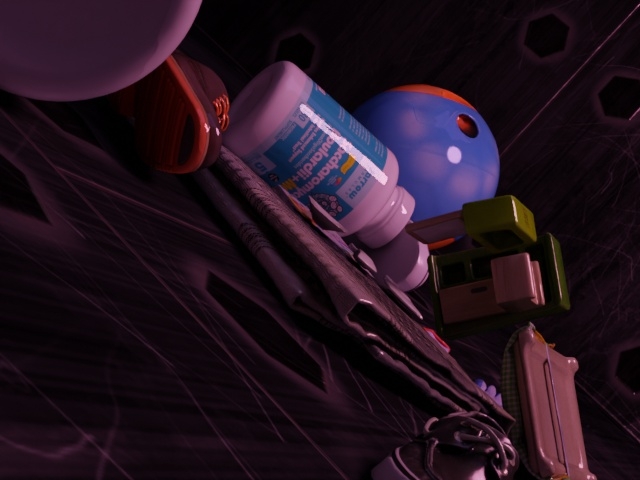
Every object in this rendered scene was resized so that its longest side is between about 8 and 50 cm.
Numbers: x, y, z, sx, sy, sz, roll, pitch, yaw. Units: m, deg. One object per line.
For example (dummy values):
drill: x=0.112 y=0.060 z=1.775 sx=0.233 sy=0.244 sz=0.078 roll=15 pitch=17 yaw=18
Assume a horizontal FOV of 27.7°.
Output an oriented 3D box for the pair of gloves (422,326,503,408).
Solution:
pair of gloves: x=0.175 y=0.162 z=1.540 sx=0.198 sy=0.023 sz=0.159 roll=42 pitch=6 yaw=5

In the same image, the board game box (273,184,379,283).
board game box: x=0.000 y=0.000 z=1.537 sx=0.103 sy=0.026 sz=0.154 roll=39 pitch=7 yaw=-33

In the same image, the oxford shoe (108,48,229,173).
oxford shoe: x=-0.120 y=-0.127 z=1.181 sx=0.098 sy=0.097 sz=0.271 roll=8 pitch=21 yaw=-23

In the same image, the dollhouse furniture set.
dollhouse furniture set: x=0.182 y=0.129 z=1.395 sx=0.197 sy=0.151 sz=0.301 roll=30 pitch=50 yaw=-61

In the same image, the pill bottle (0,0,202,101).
pill bottle: x=-0.208 y=-0.244 z=1.036 sx=0.210 sy=0.210 sz=0.363 roll=40 pitch=6 yaw=-20

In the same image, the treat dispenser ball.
treat dispenser ball: x=0.163 y=-0.124 z=2.235 sx=0.288 sy=0.288 sz=0.288 roll=42 pitch=6 yaw=-5

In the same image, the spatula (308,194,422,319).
spatula: x=0.042 y=0.011 z=1.421 sx=0.168 sy=0.019 sz=0.242 roll=42 pitch=2 yaw=-4

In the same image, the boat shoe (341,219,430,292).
boat shoe: x=0.105 y=0.020 z=1.804 sx=0.088 sy=0.096 sz=0.267 roll=35 pitch=0 yaw=-22

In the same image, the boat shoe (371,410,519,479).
boat shoe: x=0.087 y=0.145 z=0.837 sx=0.078 sy=0.070 sz=0.219 roll=43 pitch=6 yaw=6

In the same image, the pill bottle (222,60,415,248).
pill bottle: x=0.002 y=-0.103 z=1.714 sx=0.264 sy=0.146 sz=0.146 roll=39 pitch=6 yaw=-21

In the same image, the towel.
towel: x=0.020 y=0.051 z=1.257 sx=0.312 sy=0.056 sz=0.324 roll=41 pitch=3 yaw=-45
